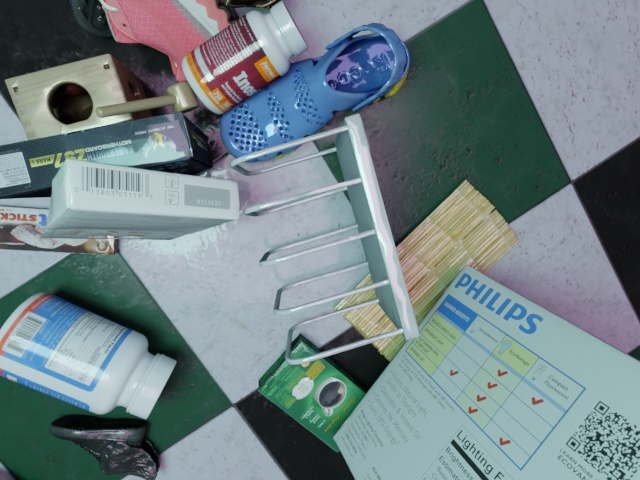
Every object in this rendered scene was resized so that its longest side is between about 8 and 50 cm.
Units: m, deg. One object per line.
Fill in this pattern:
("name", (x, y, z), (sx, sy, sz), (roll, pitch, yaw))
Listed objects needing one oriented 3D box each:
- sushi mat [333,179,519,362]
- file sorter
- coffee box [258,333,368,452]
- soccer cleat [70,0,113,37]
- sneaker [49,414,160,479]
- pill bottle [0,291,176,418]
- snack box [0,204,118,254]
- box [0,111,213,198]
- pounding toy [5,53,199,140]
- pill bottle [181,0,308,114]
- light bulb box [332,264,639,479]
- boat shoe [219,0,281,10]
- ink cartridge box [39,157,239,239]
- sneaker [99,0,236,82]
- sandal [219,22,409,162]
("sushi mat", (0.185, 0.056, 0.714), (0.316, 0.019, 0.151), (-44, 100, 0))
("file sorter", (0.000, 0.000, 0.586), (0.173, 0.193, 0.278), (-16, 95, -1))
("coffee box", (-0.002, 0.259, 0.706), (0.184, 0.040, 0.113), (41, 90, -11))
("soccer cleat", (-0.268, -0.439, 0.557), (0.116, 0.108, 0.318), (33, 108, 26))
("sneaker", (-0.343, 0.335, 0.667), (0.170, 0.051, 0.089), (8, 92, -12))
("pill bottle", (-0.335, 0.176, 0.610), (0.221, 0.124, 0.124), (29, 93, -10))
("snack box", (-0.399, -0.015, 0.626), (0.178, 0.022, 0.064), (3, 96, -8))
("box", (-0.271, -0.104, 0.549), (0.232, 0.183, 0.059), (-12, 98, -6))
("pounding toy", (-0.270, -0.190, 0.538), (0.206, 0.181, 0.094), (-17, 99, -5))
("pill bottle", (-0.097, -0.240, 0.546), (0.152, 0.086, 0.086), (-28, 101, 12))
("light bulb box", (0.260, 0.286, 0.568), (0.225, 0.358, 0.361), (36, 93, -28))
("boat shoe", (-0.076, -0.343, 0.544), (0.073, 0.207, 0.073), (-28, 118, 37))
("ink cartridge box", (-0.234, -0.038, 0.522), (0.181, 0.224, 0.056), (2, 84, -40))
("sneaker", (-0.230, -0.312, 0.502), (0.136, 0.116, 0.314), (-41, 141, 10))
("sandal", (-0.004, -0.217, 0.594), (0.317, 0.138, 0.126), (-32, 102, 0))
